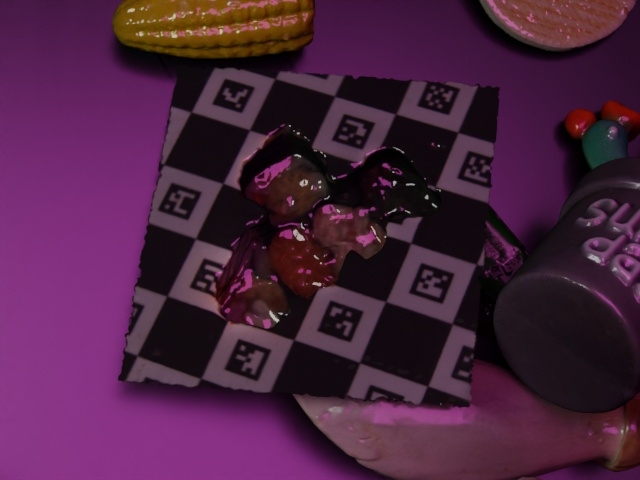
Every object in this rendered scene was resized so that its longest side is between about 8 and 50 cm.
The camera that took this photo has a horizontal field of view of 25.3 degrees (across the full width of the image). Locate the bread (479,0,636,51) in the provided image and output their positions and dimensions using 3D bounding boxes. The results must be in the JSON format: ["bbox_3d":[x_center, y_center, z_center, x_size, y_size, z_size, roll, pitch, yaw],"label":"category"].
[{"bbox_3d":[0.237,-0.248,1.466,0.193,0.036,0.112,7,82,-11],"label":"bread"}]

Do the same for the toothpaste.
[{"bbox_3d":[0.135,-0.022,1.386,0.078,0.047,0.248,-35,74,-13],"label":"toothpaste"}]

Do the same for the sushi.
[{"bbox_3d":[0.000,0.000,1.337,0.320,0.069,0.339,3,63,8],"label":"sushi"}]

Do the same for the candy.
[{"bbox_3d":[-0.102,-0.220,1.377,0.198,0.094,0.106,-11,45,-6],"label":"candy"}]

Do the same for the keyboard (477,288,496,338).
[{"bbox_3d":[0.199,0.062,1.403,0.250,0.017,0.087,22,76,-4],"label":"keyboard"}]

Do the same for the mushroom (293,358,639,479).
[{"bbox_3d":[0.140,0.163,1.318,0.350,0.128,0.128,4,78,-11],"label":"mushroom"}]

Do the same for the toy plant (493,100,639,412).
[{"bbox_3d":[0.334,-0.006,1.338,0.400,0.279,0.185,-40,121,-39],"label":"toy plant"}]

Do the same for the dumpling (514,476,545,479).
[{"bbox_3d":[0.185,0.297,1.307,0.134,0.100,0.169,-9,91,-12],"label":"dumpling"}]
